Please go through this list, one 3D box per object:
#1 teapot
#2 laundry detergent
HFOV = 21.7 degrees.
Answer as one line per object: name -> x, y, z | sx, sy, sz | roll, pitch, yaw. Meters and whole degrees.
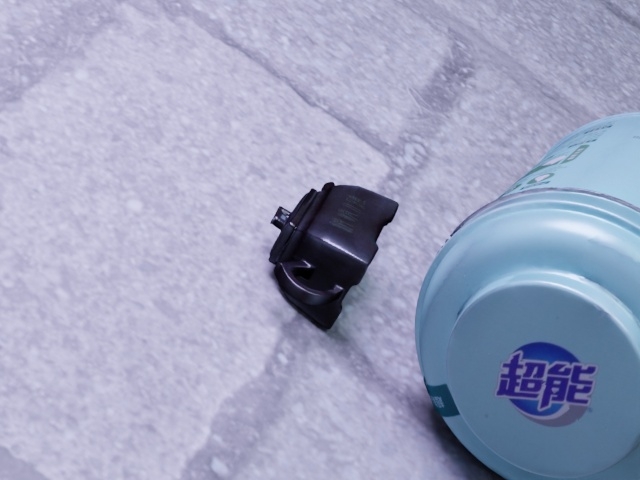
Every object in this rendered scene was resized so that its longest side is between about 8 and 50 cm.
teapot -> 0.000, 0.000, 1.511 | 0.096, 0.087, 0.177 | 30, 35, -1
laundry detergent -> 0.251, 0.063, 1.477 | 0.287, 0.287, 0.305 | 42, 34, 8
